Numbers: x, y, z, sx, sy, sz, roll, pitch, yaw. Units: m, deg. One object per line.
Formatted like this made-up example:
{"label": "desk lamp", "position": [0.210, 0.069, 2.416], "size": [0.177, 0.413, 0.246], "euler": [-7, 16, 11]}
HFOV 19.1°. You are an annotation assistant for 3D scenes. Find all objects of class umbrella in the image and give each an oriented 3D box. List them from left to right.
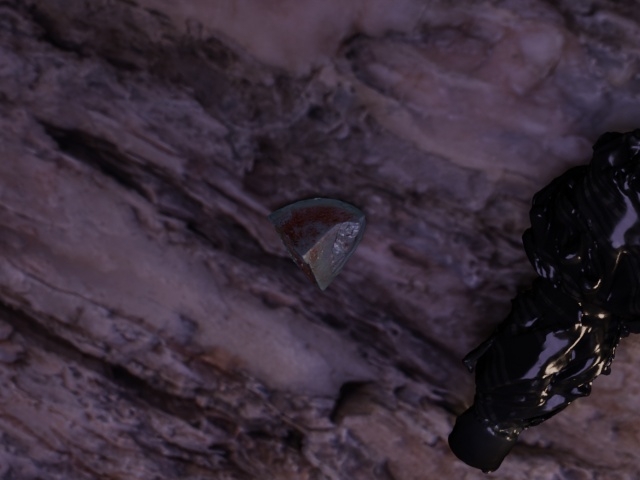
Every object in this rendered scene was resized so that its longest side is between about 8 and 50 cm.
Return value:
{"label": "umbrella", "position": [0.194, 0.057, 1.593], "size": [0.154, 0.128, 0.336], "euler": [39, 114, -10]}

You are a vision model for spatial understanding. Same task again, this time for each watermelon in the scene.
{"label": "watermelon", "position": [0.000, 0.000, 1.628], "size": [0.085, 0.061, 0.085], "euler": [7, 117, 14]}
